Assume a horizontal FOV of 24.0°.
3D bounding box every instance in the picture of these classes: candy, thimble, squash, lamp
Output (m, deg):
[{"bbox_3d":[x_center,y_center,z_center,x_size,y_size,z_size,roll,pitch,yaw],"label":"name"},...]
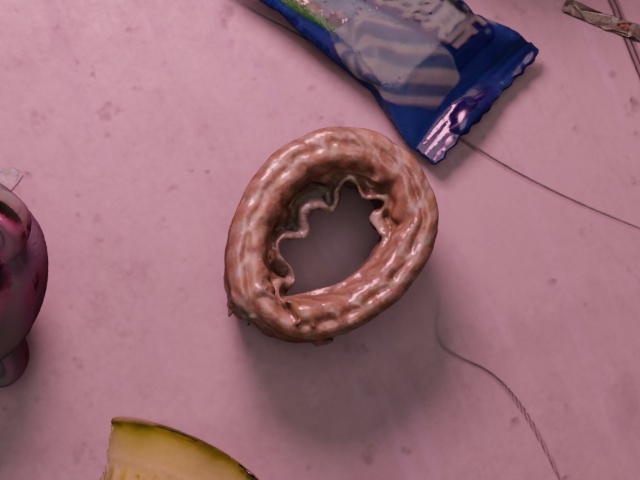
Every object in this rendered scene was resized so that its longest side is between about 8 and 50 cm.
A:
[{"bbox_3d":[0.063,-0.254,1.628,0.331,0.077,0.187,44,82,1],"label":"candy"},{"bbox_3d":[0.007,-0.001,1.548,0.196,0.148,0.229,27,82,-2],"label":"thimble"},{"bbox_3d":[-0.120,0.293,1.486,0.204,0.155,0.237,2,82,-6],"label":"squash"},{"bbox_3d":[-0.408,0.005,1.499,0.301,0.247,0.247,18,40,10],"label":"lamp"}]

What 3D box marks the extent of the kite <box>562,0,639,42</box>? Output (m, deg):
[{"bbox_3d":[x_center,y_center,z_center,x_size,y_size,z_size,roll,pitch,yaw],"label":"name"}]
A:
[{"bbox_3d":[0.388,-0.218,1.681,0.250,0.012,0.229,17,79,0],"label":"kite"}]
